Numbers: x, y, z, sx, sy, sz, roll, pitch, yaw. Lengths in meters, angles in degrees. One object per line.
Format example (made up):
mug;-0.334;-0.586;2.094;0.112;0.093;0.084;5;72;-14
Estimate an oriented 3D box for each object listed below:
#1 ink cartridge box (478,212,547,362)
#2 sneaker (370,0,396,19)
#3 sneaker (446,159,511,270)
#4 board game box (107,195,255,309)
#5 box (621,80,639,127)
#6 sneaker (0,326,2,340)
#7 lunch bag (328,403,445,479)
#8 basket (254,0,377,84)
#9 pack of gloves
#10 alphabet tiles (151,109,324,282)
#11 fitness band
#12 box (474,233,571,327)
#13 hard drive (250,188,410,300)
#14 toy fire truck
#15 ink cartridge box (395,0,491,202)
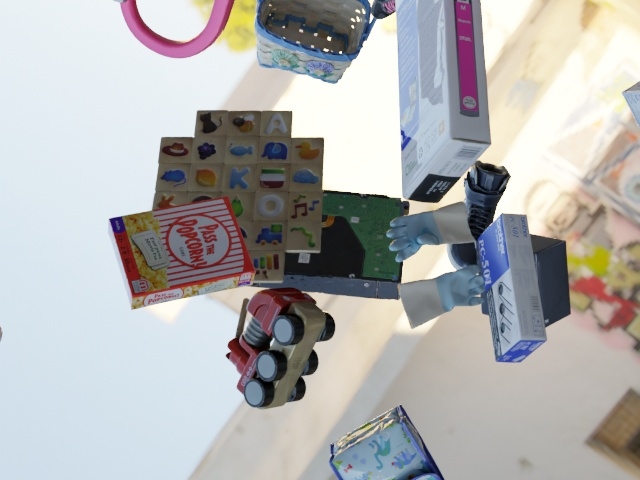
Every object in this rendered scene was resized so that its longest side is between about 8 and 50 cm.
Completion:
ink cartridge box;0.288;0.072;1.819;0.046;0.097;0.207;3;-116;-16
sneaker;0.126;-0.399;1.996;0.047;0.119;0.057;43;-141;-20
sneaker;0.315;-0.056;2.399;0.086;0.163;0.226;15;-128;-1
board game box;-0.214;0.017;1.846;0.194;0.045;0.146;-12;-121;-19
box;0.570;-0.238;1.905;0.072;0.126;0.137;60;171;-11
sneaker;-0.333;0.116;1.149;0.051;0.134;0.070;18;-131;-5
lunch bag;0.101;0.338;1.739;0.151;0.129;0.096;59;-173;-11
basket;-0.006;-0.456;2.411;0.255;0.289;0.201;13;-127;-4
pack of gloves;0.222;0.036;2.159;0.232;0.046;0.195;-15;-95;-42
alphabet tiles;-0.138;-0.080;2.021;0.011;0.285;0.342;83;-172;-59
fitness band;-0.242;-0.453;2.053;0.209;0.290;0.054;22;-153;7
box;0.391;0.072;2.326;0.093;0.156;0.158;-21;-158;-36
hard drive;0.000;0.000;2.368;0.339;0.064;0.236;4;-132;5
toy fire truck;-0.105;0.168;2.284;0.158;0.217;0.246;-2;-146;-49
ink cartridge box;0.159;-0.253;1.635;0.069;0.176;0.370;5;-115;-16
